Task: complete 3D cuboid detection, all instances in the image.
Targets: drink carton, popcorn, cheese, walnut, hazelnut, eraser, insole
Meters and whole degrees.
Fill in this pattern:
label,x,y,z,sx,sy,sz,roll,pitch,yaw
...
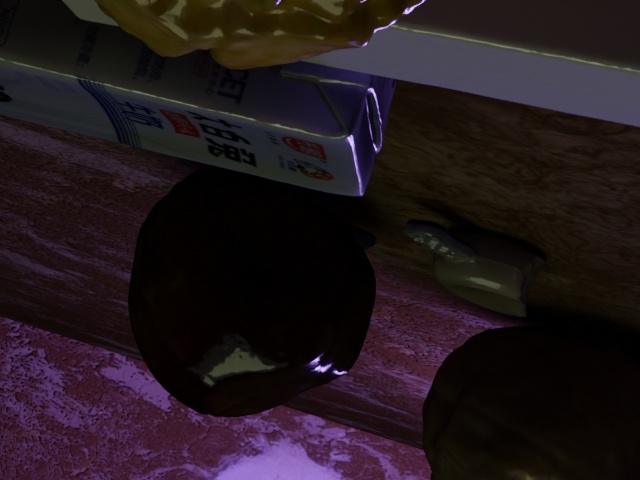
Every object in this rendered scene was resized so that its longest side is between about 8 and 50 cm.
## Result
label,x,y,z,sx,sy,sz,roll,pitch,yaw
drink carton,-0.114,-0.119,0.906,0.315,0.106,0.130,13,170,8
popcorn,-0.021,-0.136,0.598,0.167,0.148,0.152,-20,-172,23
cheese,0.132,0.019,1.354,0.092,0.047,0.171,10,167,22
walnut,0.247,0.222,1.635,0.285,0.285,0.296,-2,122,57
hazelnut,-0.057,0.036,1.392,0.218,0.218,0.234,19,149,-14
eraser,0.017,-0.125,0.760,0.298,0.076,0.078,13,169,17
insole,0.000,0.000,1.550,0.064,0.004,0.188,22,167,-23
